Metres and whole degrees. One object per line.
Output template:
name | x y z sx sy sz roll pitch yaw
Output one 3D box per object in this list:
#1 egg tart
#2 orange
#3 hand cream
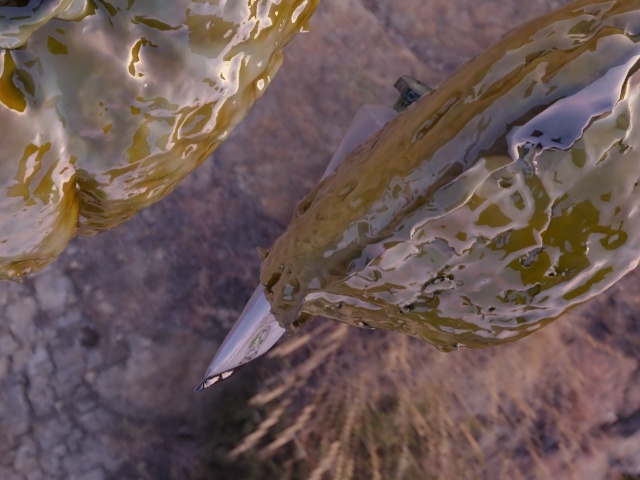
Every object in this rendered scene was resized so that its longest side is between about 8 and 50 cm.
egg tart | 0.156 -0.042 1.054 0.443 0.178 0.443 -38 176 -3
orange | -0.159 -0.099 0.628 0.369 0.271 0.210 -30 140 -17
hand cream | 0.000 0.000 1.292 0.336 0.076 0.121 -55 164 19
